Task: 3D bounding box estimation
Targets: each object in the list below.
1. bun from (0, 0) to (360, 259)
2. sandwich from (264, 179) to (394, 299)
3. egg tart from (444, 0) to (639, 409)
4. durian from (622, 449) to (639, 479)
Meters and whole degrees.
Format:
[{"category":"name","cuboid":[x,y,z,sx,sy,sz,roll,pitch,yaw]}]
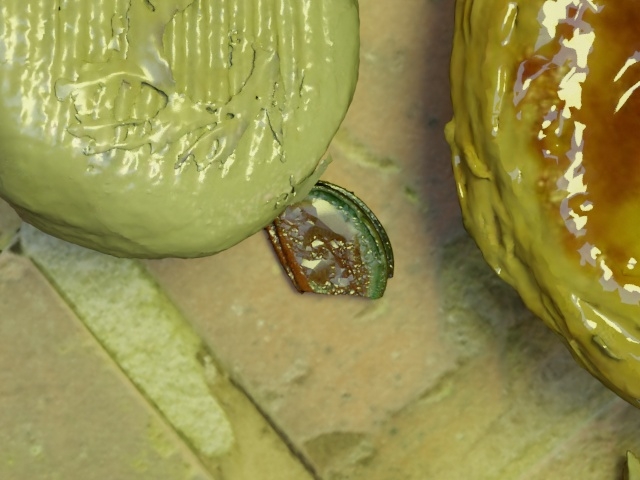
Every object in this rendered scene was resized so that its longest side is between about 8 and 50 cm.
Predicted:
[{"category":"bun","cuboid":[-0.110,-0.118,1.055,0.273,0.168,0.273,3,83,-27]},{"category":"sandwich","cuboid":[0.005,0.000,1.162,0.069,0.026,0.101,-35,99,0]},{"category":"egg tart","cuboid":[0.289,-0.093,1.060,0.443,0.178,0.443,1,95,6]},{"category":"durian","cuboid":[0.248,0.240,1.143,0.132,0.182,0.165,31,86,-40]}]
